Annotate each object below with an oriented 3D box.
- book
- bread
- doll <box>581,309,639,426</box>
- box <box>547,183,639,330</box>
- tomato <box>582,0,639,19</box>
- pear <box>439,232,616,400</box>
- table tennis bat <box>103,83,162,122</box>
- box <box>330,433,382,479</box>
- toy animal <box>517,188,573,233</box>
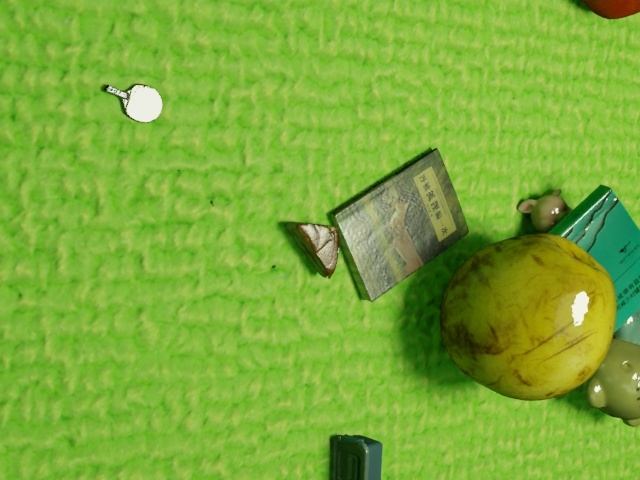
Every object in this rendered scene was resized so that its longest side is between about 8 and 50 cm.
[{"bbox_3d":[0.130,-0.027,1.545,0.228,0.024,0.160,-32,111,-26],"label":"book"},{"bbox_3d":[0.000,0.000,1.449,0.062,0.043,0.109,-42,116,-21],"label":"bread"},{"bbox_3d":[0.577,0.205,1.797,0.177,0.161,0.261,29,78,-35],"label":"doll"},{"bbox_3d":[0.494,0.037,1.682,0.161,0.042,0.226,-43,113,-4],"label":"box"},{"bbox_3d":[0.538,-0.510,1.662,0.259,0.180,0.260,-4,97,-32],"label":"tomato"},{"bbox_3d":[0.335,0.120,1.550,0.280,0.280,0.281,-5,99,-33],"label":"pear"},{"bbox_3d":[-0.246,-0.186,1.278,0.083,0.007,0.050,21,85,-36],"label":"table tennis bat"},{"bbox_3d":[0.060,0.354,1.524,0.054,0.074,0.099,-5,100,-44],"label":"box"},{"bbox_3d":[0.401,-0.016,1.703,0.083,0.089,0.150,-3,95,-54],"label":"toy animal"}]
